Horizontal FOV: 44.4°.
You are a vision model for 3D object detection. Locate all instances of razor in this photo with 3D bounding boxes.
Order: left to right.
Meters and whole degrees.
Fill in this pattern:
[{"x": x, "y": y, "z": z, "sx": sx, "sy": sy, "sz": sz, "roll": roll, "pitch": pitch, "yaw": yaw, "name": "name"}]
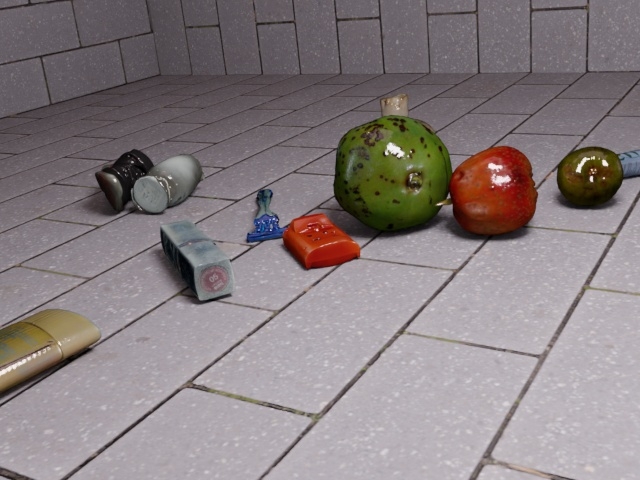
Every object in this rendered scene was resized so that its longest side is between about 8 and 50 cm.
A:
[{"x": -0.124, "y": -0.078, "z": 1.785, "sx": 0.093, "sy": 0.056, "sz": 0.324, "roll": -8, "pitch": 20, "yaw": -2, "name": "razor"}]

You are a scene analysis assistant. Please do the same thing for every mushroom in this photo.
[{"x": 0.196, "y": -0.283, "z": 2.039, "sx": 0.204, "sy": 0.204, "sz": 0.204, "roll": -5, "pitch": 21, "yaw": 2, "name": "mushroom"}]

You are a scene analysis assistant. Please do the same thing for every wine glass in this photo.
[{"x": -0.374, "y": -0.145, "z": 1.946, "sx": 0.111, "sy": 0.111, "sz": 0.204, "roll": 2, "pitch": 23, "yaw": 21, "name": "wine glass"}]

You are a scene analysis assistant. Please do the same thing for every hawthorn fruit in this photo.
[{"x": 0.325, "y": -0.090, "z": 1.544, "sx": 0.201, "sy": 0.179, "sz": 0.179, "roll": -17, "pitch": 18, "yaw": 12, "name": "hawthorn fruit"}]

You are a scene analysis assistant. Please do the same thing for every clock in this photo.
[{"x": 0.000, "y": 0.000, "z": 1.538, "sx": 0.113, "sy": 0.061, "sz": 0.155, "roll": -12, "pitch": 24, "yaw": -17, "name": "clock"}]

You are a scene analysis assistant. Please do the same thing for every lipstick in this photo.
[{"x": -0.240, "y": 0.030, "z": 1.494, "sx": 0.076, "sy": 0.077, "sz": 0.290, "roll": -14, "pitch": 21, "yaw": -19, "name": "lipstick"}]

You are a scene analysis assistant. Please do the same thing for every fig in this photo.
[{"x": 0.576, "y": -0.120, "z": 1.664, "sx": 0.133, "sy": 0.185, "sz": 0.126, "roll": -27, "pitch": 55, "yaw": 11, "name": "fig"}]

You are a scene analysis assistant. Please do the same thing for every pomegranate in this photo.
[{"x": 0.142, "y": -0.138, "z": 1.623, "sx": 0.254, "sy": 0.254, "sz": 0.270, "roll": -12, "pitch": 8, "yaw": -17, "name": "pomegranate"}]

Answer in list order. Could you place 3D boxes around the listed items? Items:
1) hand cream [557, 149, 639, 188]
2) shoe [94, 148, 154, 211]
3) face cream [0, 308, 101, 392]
[{"x": 0.672, "y": -0.168, "z": 1.788, "sx": 0.271, "sy": 0.091, "sz": 0.058, "roll": -12, "pitch": 66, "yaw": -18, "name": "hand cream"}, {"x": -0.480, "y": -0.158, "z": 1.970, "sx": 0.137, "sy": 0.114, "sz": 0.291, "roll": -28, "pitch": 16, "yaw": 0, "name": "shoe"}, {"x": -0.484, "y": 0.181, "z": 1.174, "sx": 0.139, "sy": 0.067, "sz": 0.285, "roll": 12, "pitch": 28, "yaw": 37, "name": "face cream"}]
